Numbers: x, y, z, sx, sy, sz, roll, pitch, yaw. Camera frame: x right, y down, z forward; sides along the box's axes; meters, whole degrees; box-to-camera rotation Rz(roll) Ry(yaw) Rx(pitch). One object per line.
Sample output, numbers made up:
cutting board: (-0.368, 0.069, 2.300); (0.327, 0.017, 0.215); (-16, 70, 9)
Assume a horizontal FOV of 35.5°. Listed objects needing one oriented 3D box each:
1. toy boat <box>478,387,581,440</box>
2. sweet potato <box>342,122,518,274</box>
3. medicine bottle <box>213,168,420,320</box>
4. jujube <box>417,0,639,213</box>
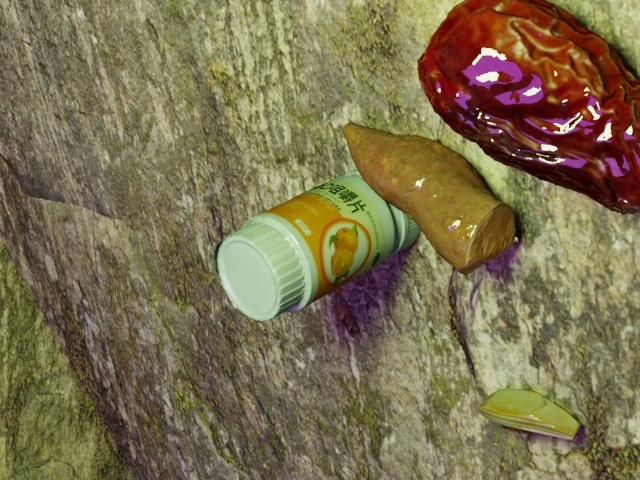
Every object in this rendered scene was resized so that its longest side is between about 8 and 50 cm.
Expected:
toy boat: (0.322, 0.272, 1.558); (0.172, 0.065, 0.066); (6, 138, 46)
sweet potato: (0.150, -0.094, 1.493); (0.336, 0.131, 0.131); (48, 139, 32)
medicine bottle: (0.000, 0.000, 1.547); (0.158, 0.318, 0.158); (26, 129, 36)
jujube: (0.291, -0.170, 1.251); (0.342, 0.216, 0.216); (41, 136, 15)
